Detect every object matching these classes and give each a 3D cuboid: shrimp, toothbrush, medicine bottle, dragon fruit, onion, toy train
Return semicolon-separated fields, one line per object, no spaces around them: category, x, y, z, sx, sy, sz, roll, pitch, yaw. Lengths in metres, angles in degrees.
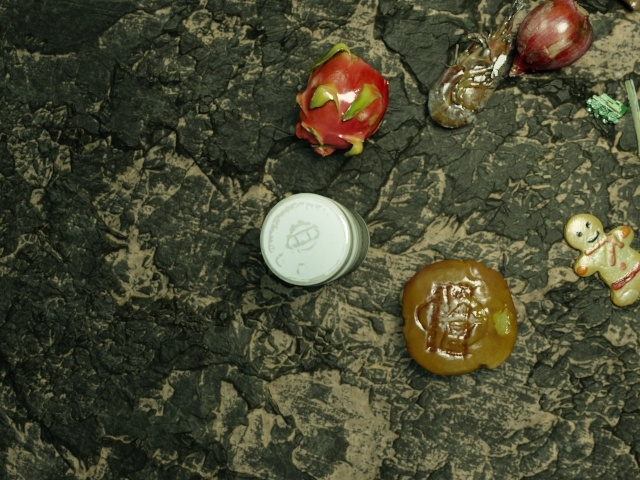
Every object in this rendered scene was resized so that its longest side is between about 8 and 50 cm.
shrimp;0.363;-0.421;1.199;0.145;0.116;0.343;32;102;9
toothbrush;0.724;-0.225;1.170;0.028;0.026;0.294;-15;87;-7
medicine bottle;0.000;0.000;1.167;0.190;0.332;0.190;0;90;12
dragon fruit;0.045;-0.317;1.220;0.224;0.224;0.227;38;82;10
onion;0.500;-0.441;1.161;0.195;0.159;0.159;-38;82;32
toy train;0.648;-0.302;1.182;0.083;0.033;0.053;42;93;9

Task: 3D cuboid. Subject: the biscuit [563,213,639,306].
biscuit;0.653;0.035;1.184;0.153;0.030;0.234;-41;83;7

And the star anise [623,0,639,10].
star anise;0.633;-0.671;1.149;0.292;0.109;0.349;-28;83;6

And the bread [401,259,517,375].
bread;0.312;0.174;1.195;0.270;0.148;0.270;0;89;12
